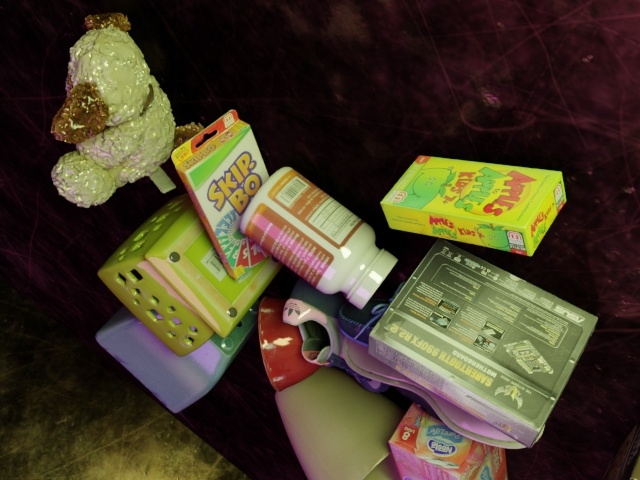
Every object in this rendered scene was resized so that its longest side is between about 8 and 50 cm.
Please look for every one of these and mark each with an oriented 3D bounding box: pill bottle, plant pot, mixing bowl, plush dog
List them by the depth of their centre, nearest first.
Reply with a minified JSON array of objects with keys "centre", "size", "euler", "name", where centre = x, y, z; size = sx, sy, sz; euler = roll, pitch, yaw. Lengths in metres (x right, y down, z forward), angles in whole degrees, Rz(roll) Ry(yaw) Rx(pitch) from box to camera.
[{"centre":[0.000,0.000,1.026],"size":[0.216,0.121,0.121],"euler":[37,151,6],"name":"pill bottle"},{"centre":[-0.296,-0.202,1.033],"size":[0.210,0.262,0.225],"euler":[-2,153,4],"name":"plush dog"},{"centre":[-0.213,0.046,1.248],"size":[0.227,0.228,0.207],"euler":[49,144,-16],"name":"plant pot"},{"centre":[-0.045,0.188,1.326],"size":[0.098,0.181,0.181],"euler":[-10,134,10],"name":"mixing bowl"},{"centre":[0.040,0.378,1.427],"size":[0.274,0.256,0.256],"euler":[44,156,30],"name":"plant pot"},{"centre":[-0.263,0.171,1.473],"size":[0.247,0.248,0.252],"euler":[47,138,-12],"name":"plant pot"}]

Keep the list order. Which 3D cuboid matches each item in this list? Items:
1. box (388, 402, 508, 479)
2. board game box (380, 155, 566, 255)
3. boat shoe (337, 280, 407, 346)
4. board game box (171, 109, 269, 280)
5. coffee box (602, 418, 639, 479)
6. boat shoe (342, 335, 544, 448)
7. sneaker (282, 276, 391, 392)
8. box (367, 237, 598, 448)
[{"centre":[0.241,0.409,1.286],"size":[0.142,0.154,0.300],"euler":[19,146,33],"name":"box"},{"centre":[0.169,-0.044,0.794],"size":[0.181,0.092,0.043],"euler":[13,140,40],"name":"board game box"},{"centre":[0.144,0.110,1.059],"size":[0.258,0.109,0.089],"euler":[2,129,25],"name":"boat shoe"},{"centre":[-0.130,-0.065,1.084],"size":[0.039,0.124,0.259],"euler":[29,151,41],"name":"board game box"},{"centre":[0.441,0.319,0.908],"size":[0.119,0.168,0.297],"euler":[27,148,23],"name":"coffee box"},{"centre":[0.200,0.223,1.123],"size":[0.340,0.127,0.113],"euler":[16,179,31],"name":"boat shoe"},{"centre":[0.027,0.188,1.249],"size":[0.112,0.131,0.319],"euler":[7,138,45],"name":"sneaker"},{"centre":[0.204,0.121,0.892],"size":[0.231,0.183,0.056],"euler":[28,149,20],"name":"box"}]
